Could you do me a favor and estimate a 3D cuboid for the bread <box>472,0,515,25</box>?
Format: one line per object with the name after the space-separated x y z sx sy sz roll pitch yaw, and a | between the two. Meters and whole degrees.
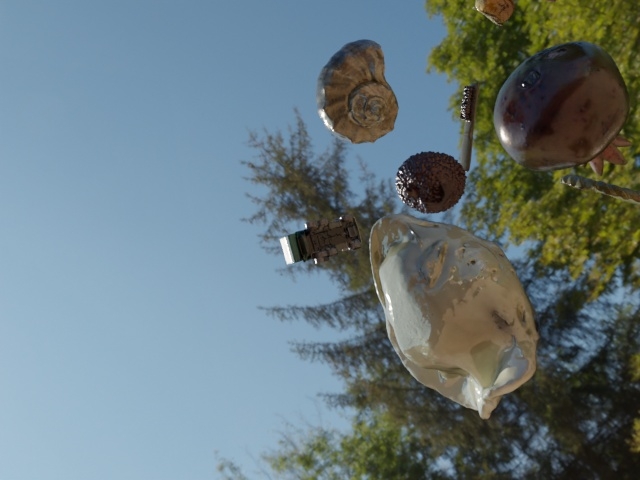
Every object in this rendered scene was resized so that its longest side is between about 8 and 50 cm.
0.427 -0.576 1.501 0.106 0.053 0.072 16 -72 -40 | bread

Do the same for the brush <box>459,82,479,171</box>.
0.413 -0.320 1.747 0.036 0.043 0.247 2 -79 -15 | brush

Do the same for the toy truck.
0.000 0.000 1.697 0.253 0.124 0.114 -16 -89 -49 | toy truck

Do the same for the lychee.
0.206 -0.106 1.131 0.129 0.123 0.123 -4 -53 -37 | lychee

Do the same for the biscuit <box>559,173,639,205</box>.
0.756 -0.116 1.545 0.187 0.274 0.036 -76 3 -79 | biscuit

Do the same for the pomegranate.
0.558 -0.291 1.379 0.324 0.291 0.290 3 -57 -33 | pomegranate

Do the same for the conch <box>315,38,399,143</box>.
0.060 -0.327 1.376 0.159 0.291 0.210 -21 -61 -19 | conch

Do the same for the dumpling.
0.191 0.111 0.929 0.187 0.318 0.242 -17 -39 -31 | dumpling
